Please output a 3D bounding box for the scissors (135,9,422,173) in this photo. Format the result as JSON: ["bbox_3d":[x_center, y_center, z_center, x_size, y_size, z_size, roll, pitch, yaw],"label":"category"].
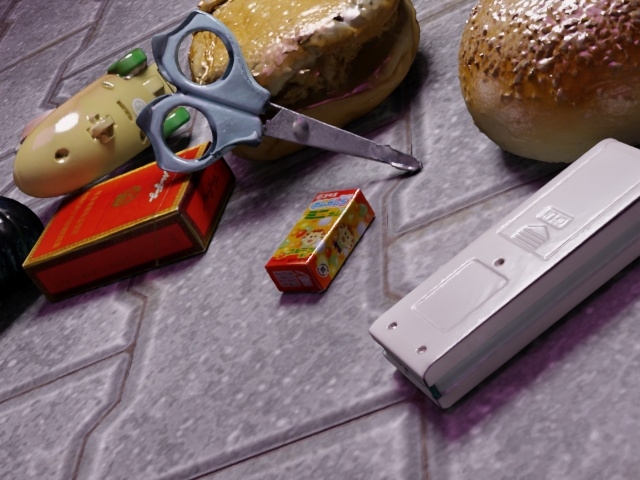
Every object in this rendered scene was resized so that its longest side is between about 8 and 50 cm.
[{"bbox_3d":[-0.050,-0.134,1.346,0.360,0.191,0.029,20,12,23],"label":"scissors"}]

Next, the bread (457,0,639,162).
[{"bbox_3d":[0.263,-0.208,1.173,0.306,0.158,0.305,-25,30,16],"label":"bread"}]

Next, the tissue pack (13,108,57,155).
[{"bbox_3d":[-0.437,-0.158,1.898,0.074,0.058,0.094,-27,28,13],"label":"tissue pack"}]

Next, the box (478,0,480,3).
[{"bbox_3d":[0.232,-0.275,1.445,0.091,0.031,0.126,-15,33,29],"label":"box"}]

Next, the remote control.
[{"bbox_3d":[0.178,0.024,1.002,0.277,0.055,0.103,-38,28,-8],"label":"remote control"}]

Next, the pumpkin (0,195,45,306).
[{"bbox_3d":[-0.443,0.025,1.531,0.202,0.140,0.202,-20,17,6],"label":"pumpkin"}]

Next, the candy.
[{"bbox_3d":[0.000,0.000,1.233,0.062,0.038,0.122,-4,39,41],"label":"candy"}]

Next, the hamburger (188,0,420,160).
[{"bbox_3d":[-0.022,-0.247,1.496,0.319,0.158,0.318,-19,41,18],"label":"hamburger"}]

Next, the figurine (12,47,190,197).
[{"bbox_3d":[-0.322,-0.142,1.650,0.222,0.124,0.324,-26,14,35],"label":"figurine"}]

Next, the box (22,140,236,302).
[{"bbox_3d":[-0.233,-0.023,1.474,0.240,0.074,0.153,-19,27,25],"label":"box"}]
